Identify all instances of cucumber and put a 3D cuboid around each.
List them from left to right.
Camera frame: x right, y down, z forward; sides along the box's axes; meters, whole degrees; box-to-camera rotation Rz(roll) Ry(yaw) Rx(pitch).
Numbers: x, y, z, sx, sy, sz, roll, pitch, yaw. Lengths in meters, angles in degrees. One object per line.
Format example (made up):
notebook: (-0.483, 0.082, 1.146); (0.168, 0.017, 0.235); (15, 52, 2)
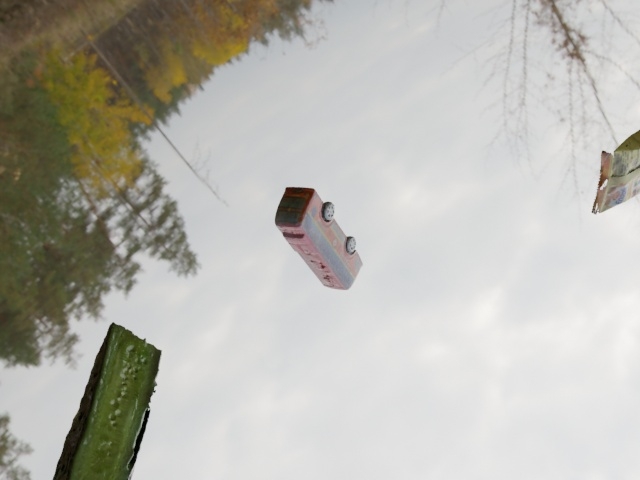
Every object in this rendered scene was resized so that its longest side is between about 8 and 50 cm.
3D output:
cucumber: (-0.234, 0.196, 0.786); (0.062, 0.078, 0.211); (-40, -149, 33)

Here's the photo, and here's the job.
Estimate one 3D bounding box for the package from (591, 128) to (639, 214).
package: (0.391, -0.094, 0.891); (0.120, 0.108, 0.031); (-28, -132, -14)

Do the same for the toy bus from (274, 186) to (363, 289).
toy bus: (0.000, 0.000, 1.088); (0.065, 0.192, 0.077); (4, -122, 34)
